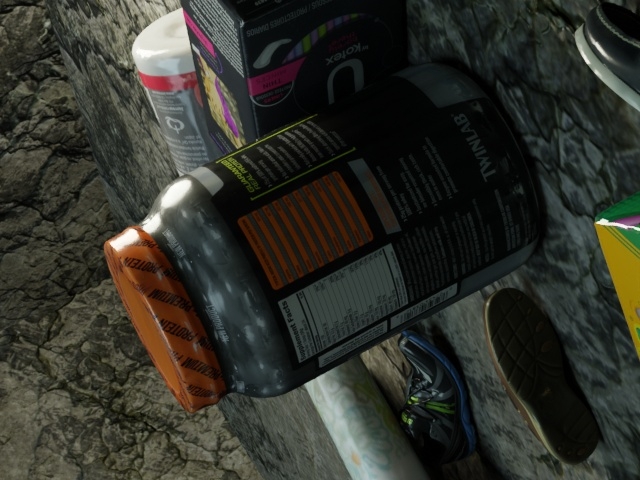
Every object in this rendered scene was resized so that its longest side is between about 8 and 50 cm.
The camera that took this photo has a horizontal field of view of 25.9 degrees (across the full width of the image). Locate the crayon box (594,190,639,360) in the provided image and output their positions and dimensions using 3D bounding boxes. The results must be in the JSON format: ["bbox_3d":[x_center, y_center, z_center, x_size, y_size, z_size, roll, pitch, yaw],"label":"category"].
[{"bbox_3d":[0.290,0.102,0.895,0.278,0.081,0.165,68,164,-17],"label":"crayon box"}]

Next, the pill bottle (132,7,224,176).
[{"bbox_3d":[-0.083,-0.111,1.611,0.176,0.176,0.318,37,151,59],"label":"pill bottle"}]

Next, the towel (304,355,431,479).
[{"bbox_3d":[0.078,0.281,1.763,0.320,0.090,0.374,59,179,13],"label":"towel"}]

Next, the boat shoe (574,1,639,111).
[{"bbox_3d":[0.232,-0.093,0.814,0.079,0.084,0.233,-66,31,21],"label":"boat shoe"}]

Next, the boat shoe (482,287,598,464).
[{"bbox_3d":[0.194,0.127,1.297,0.178,0.064,0.060,63,164,-8],"label":"boat shoe"}]

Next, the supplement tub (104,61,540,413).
[{"bbox_3d":[0.000,0.000,1.202,0.207,0.338,0.207,57,164,26],"label":"supplement tub"}]

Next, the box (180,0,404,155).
[{"bbox_3d":[-0.023,-0.177,1.314,0.143,0.165,0.270,53,163,33],"label":"box"}]

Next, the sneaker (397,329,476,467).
[{"bbox_3d":[0.125,0.188,1.608,0.067,0.078,0.188,38,151,57],"label":"sneaker"}]
